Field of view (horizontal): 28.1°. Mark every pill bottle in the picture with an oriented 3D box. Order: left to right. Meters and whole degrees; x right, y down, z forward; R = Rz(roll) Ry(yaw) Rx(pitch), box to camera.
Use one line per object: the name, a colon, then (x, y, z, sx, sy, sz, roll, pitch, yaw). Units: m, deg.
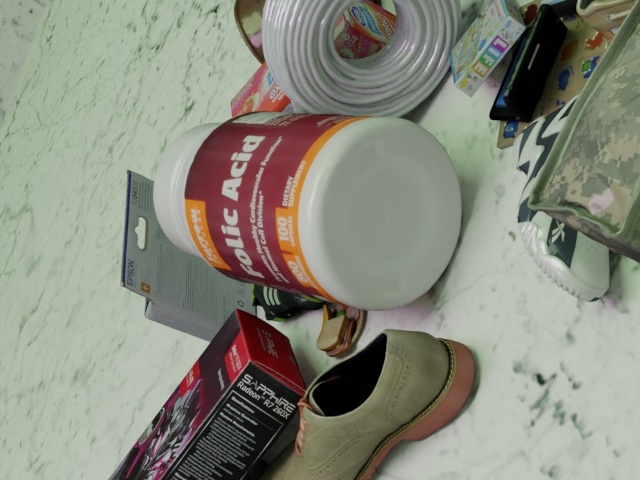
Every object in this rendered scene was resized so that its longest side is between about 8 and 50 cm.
pill bottle: (-0.033, -0.048, 1.579, 0.392, 0.224, 0.224, 9, 76, 54)

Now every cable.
cable: (0.052, -0.268, 1.610, 0.257, 0.257, 0.089, -33, 34, -1)

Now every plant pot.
plant pot: (-0.012, -0.340, 1.878, 0.165, 0.167, 0.167, -35, 40, 30)

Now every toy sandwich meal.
toy sandwich meal: (0.022, 0.106, 1.604, 0.085, 0.029, 0.085, -37, 39, 39)

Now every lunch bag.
lunch bag: (0.349, -0.098, 1.032, 0.287, 0.235, 0.169, -65, 24, 1)

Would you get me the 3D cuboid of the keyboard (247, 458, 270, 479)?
keyboard: (-0.155, 0.291, 1.747, 0.317, 0.033, 0.201, 4, 76, 58)

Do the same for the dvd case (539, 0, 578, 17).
dvd case: (0.346, -0.379, 1.450, 0.180, 0.022, 0.253, -9, 58, 52)

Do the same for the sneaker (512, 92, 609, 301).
sneaker: (0.275, -0.064, 1.265, 0.153, 0.094, 0.235, -48, 25, 38)

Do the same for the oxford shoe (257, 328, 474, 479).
oxford shoe: (0.013, 0.205, 1.441, 0.348, 0.130, 0.123, -46, 34, 28)

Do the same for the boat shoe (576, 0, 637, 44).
boat shoe: (0.369, -0.290, 1.229, 0.302, 0.103, 0.113, -50, 33, 43)

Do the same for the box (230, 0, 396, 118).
box: (-0.002, -0.218, 1.788, 0.257, 0.128, 0.122, -46, 35, 30)

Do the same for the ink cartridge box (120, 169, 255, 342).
ink cartridge box: (-0.193, 0.030, 1.809, 0.045, 0.224, 0.223, -41, 37, 35)

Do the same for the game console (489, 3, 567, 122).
game console: (0.225, -0.202, 1.460, 0.071, 0.107, 0.122, 20, 85, 32)

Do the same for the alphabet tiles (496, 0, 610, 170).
alphabet tiles: (0.281, -0.197, 1.445, 0.198, 0.009, 0.237, -18, 54, 52)

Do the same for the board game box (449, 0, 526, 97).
board game box: (0.198, -0.239, 1.535, 0.103, 0.026, 0.154, -52, 11, 21)

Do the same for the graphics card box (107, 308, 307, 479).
graphics card box: (-0.168, 0.276, 1.576, 0.371, 0.094, 0.233, -54, 14, 6)

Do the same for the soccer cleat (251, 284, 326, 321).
soccer cleat: (-0.043, 0.079, 1.711, 0.179, 0.060, 0.072, 21, 103, 62)
